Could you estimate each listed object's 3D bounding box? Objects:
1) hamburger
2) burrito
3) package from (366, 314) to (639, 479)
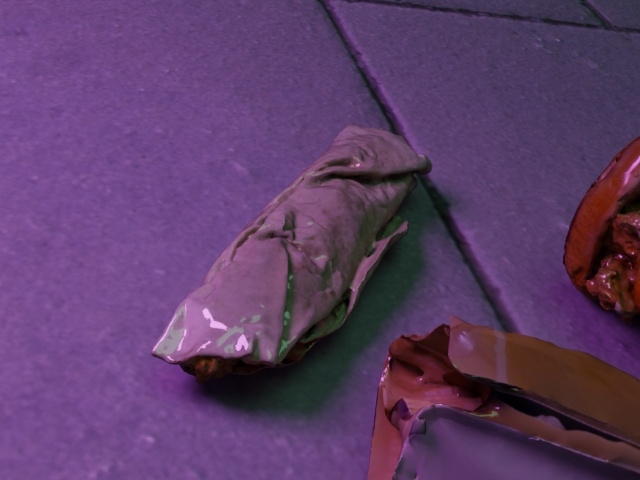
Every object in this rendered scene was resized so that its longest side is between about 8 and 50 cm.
[{"bbox_3d":[0.371,0.000,0.813,0.211,0.245,0.260,42,4,41],"label":"hamburger"},{"bbox_3d":[0.000,0.000,0.776,0.117,0.076,0.392,26,37,10],"label":"burrito"},{"bbox_3d":[0.199,0.147,0.598,0.311,0.165,0.221,17,37,-1],"label":"package"}]
